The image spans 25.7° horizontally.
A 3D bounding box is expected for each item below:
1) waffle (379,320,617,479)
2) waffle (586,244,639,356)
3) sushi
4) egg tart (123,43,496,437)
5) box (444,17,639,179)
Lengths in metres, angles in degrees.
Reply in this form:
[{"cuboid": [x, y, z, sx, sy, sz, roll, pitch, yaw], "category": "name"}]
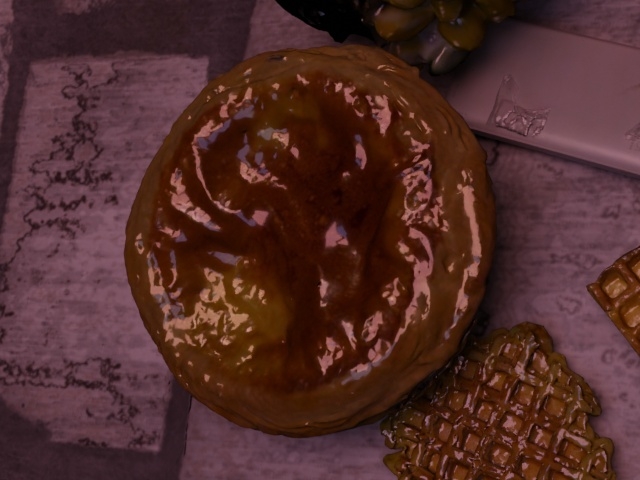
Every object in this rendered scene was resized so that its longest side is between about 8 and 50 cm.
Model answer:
[{"cuboid": [0.182, 0.215, 1.487, 0.245, 0.052, 0.254, -30, 63, 16], "category": "waffle"}, {"cuboid": [0.396, 0.080, 1.422, 0.160, 0.055, 0.211, -41, 59, 10], "category": "waffle"}, {"cuboid": [0.120, -0.334, 1.551, 0.285, 0.328, 0.328, 37, 54, 8], "category": "sushi"}, {"cuboid": [0.000, 0.000, 1.550, 0.443, 0.178, 0.443, -4, 80, 26], "category": "egg tart"}, {"cuboid": [0.281, -0.160, 1.558, 0.285, 0.044, 0.142, 19, 81, 29], "category": "box"}]
